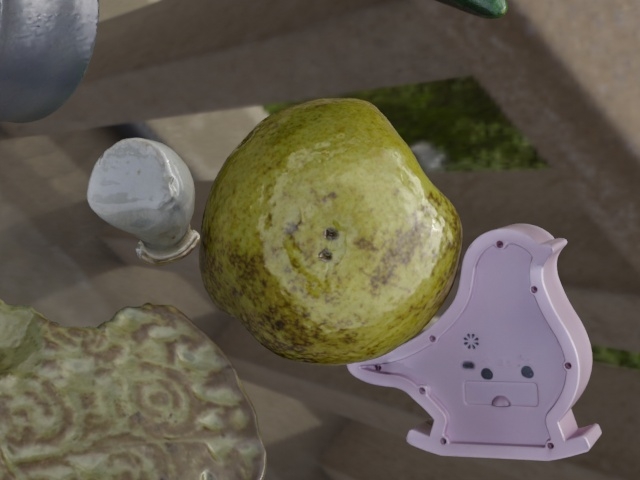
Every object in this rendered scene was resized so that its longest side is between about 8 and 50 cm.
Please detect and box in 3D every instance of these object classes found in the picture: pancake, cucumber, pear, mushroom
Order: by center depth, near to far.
[{"bbox_3d":[-0.145,0.103,0.783,0.235,0.029,0.212,17,48,-4],"label":"pancake"},{"bbox_3d":[0.000,0.000,1.109,0.197,0.197,0.197,-1,92,-22],"label":"pear"},{"bbox_3d":[-0.194,-0.045,1.757,0.116,0.225,0.093,-27,71,3],"label":"mushroom"},{"bbox_3d":[0.115,-0.319,1.798,0.056,0.284,0.056,-29,134,-35],"label":"cucumber"}]

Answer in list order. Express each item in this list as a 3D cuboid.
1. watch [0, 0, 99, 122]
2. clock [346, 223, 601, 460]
[{"bbox_3d":[-0.411,-0.303,1.734,0.314,0.335,0.327,-7,125,-52],"label":"watch"},{"bbox_3d":[0.176,0.123,1.802,0.080,0.290,0.275,-18,102,-66],"label":"clock"}]
